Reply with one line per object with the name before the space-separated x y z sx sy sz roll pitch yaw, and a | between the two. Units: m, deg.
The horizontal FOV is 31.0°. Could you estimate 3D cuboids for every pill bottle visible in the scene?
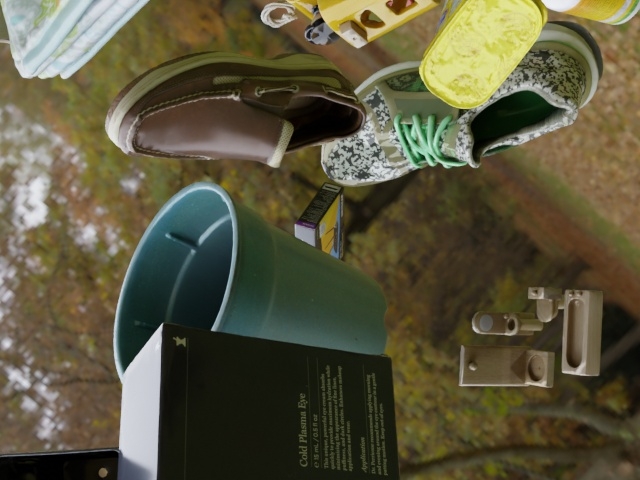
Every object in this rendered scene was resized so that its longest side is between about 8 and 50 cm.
pill bottle | 0.511 -0.512 2.270 0.245 0.136 0.136 4 -152 -33

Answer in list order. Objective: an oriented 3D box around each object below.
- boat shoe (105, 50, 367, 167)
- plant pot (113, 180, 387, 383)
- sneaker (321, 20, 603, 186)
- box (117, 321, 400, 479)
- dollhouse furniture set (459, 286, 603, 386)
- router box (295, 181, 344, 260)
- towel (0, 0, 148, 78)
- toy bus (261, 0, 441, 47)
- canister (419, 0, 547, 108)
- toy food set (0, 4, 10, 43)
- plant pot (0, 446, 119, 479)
boat shoe | -0.061 -0.111 1.018 0.257 0.095 0.095 -18 -128 -38
plant pot | -0.094 0.120 1.820 0.334 0.341 0.341 21 -164 -33
sneaker | 0.170 -0.157 1.529 0.158 0.410 0.182 57 -153 -23
box | -0.077 0.305 1.407 0.312 0.179 0.343 12 -122 -23
dollhouse furniture set | 0.288 0.135 1.588 0.123 0.144 0.151 4 178 -29
router box | 0.000 0.000 2.182 0.046 0.133 0.179 17 136 19
towel | -0.284 -0.412 1.405 0.090 0.374 0.321 7 -120 -44
toy bus | 0.038 -0.275 1.326 0.202 0.190 0.104 105 160 -59
canister | 0.159 -0.215 1.095 0.073 0.126 0.170 32 -147 -8
toy food set | -0.605 -0.291 1.626 0.220 0.306 0.092 58 177 12
plant pot | -0.329 0.378 1.612 0.167 0.187 0.188 17 -112 -79
